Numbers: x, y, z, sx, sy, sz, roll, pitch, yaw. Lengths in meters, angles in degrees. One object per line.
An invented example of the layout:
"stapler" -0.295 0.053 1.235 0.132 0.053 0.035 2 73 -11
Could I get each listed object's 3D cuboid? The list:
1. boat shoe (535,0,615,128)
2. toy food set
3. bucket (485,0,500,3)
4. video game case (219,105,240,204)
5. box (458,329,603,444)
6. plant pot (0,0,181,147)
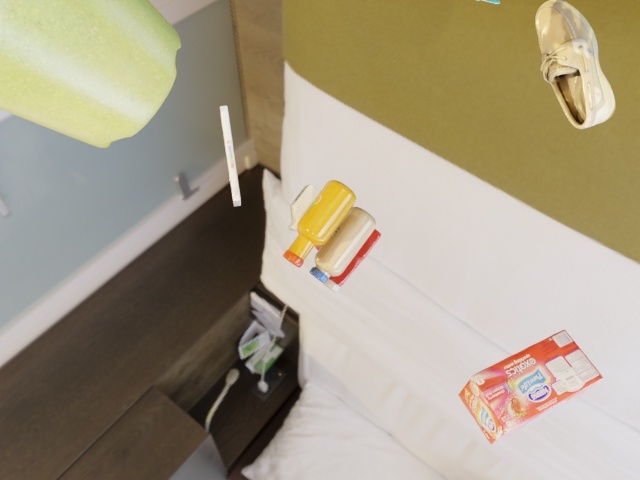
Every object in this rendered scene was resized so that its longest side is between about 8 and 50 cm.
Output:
"boat shoe" 0.554 -0.396 1.198 0.109 0.098 0.302 -22 90 63
"toy food set" 0.000 0.000 0.699 0.111 0.104 0.232 38 173 -11
"bucket" 0.185 -0.470 0.710 0.183 0.281 0.281 33 151 43
"video game case" -0.120 -0.110 0.717 0.087 0.011 0.121 173 89 -81
"box" 0.447 0.315 1.151 0.128 0.257 0.122 59 162 30
"plant pot" -0.304 -0.237 0.579 0.276 0.275 0.254 16 169 40
